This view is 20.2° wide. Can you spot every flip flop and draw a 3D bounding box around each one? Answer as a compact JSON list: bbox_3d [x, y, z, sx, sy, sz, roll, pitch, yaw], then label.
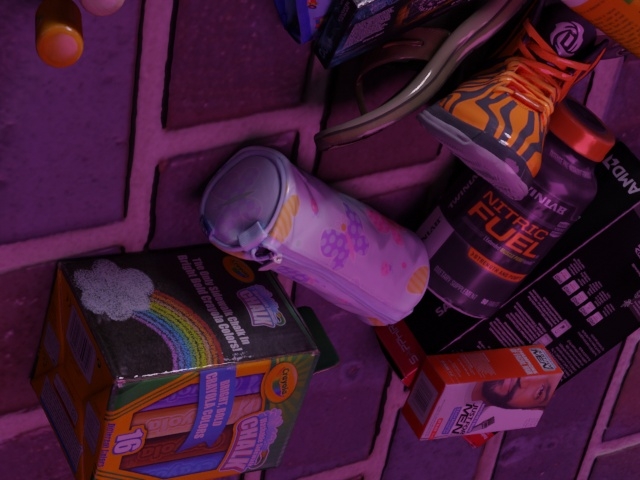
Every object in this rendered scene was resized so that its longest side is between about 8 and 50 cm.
[{"bbox_3d":[0.095,-0.184,1.749,0.277,0.080,0.112,-42,-176,-5],"label":"flip flop"}]

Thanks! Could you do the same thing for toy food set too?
[{"bbox_3d":[-0.210,-0.271,1.463,0.111,0.104,0.232,-15,122,-2],"label":"toy food set"}]

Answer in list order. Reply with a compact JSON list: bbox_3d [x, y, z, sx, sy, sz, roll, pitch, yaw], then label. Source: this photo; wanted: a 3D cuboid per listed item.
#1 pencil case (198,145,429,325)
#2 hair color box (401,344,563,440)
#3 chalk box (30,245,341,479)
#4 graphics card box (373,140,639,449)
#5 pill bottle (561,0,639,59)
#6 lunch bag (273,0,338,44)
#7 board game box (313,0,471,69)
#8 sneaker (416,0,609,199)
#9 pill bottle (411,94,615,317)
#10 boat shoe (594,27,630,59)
[{"bbox_3d":[0.000,0.000,1.845,0.113,0.124,0.273,-45,141,14],"label":"pencil case"},{"bbox_3d":[0.187,0.175,2.068,0.167,0.053,0.093,-4,132,-31],"label":"hair color box"},{"bbox_3d":[-0.124,0.128,1.848,0.289,0.180,0.179,-5,134,-29],"label":"chalk box"},{"bbox_3d":[0.268,0.071,2.129,0.371,0.094,0.233,-37,141,7],"label":"graphics card box"},{"bbox_3d":[0.307,-0.257,1.711,0.246,0.136,0.136,33,112,-15],"label":"pill bottle"},{"bbox_3d":[0.053,-0.289,1.590,0.221,0.138,0.293,-31,153,-6],"label":"lunch bag"},{"bbox_3d":[0.089,-0.227,1.632,0.186,0.026,0.126,-27,168,-22],"label":"board game box"},{"bbox_3d":[0.192,-0.153,1.731,0.124,0.321,0.180,39,100,-9],"label":"sneaker"},{"bbox_3d":[0.209,-0.044,1.937,0.130,0.130,0.245,16,120,-44],"label":"pill bottle"},{"bbox_3d":[0.392,-0.270,1.855,0.285,0.103,0.092,-24,146,-5],"label":"boat shoe"}]
